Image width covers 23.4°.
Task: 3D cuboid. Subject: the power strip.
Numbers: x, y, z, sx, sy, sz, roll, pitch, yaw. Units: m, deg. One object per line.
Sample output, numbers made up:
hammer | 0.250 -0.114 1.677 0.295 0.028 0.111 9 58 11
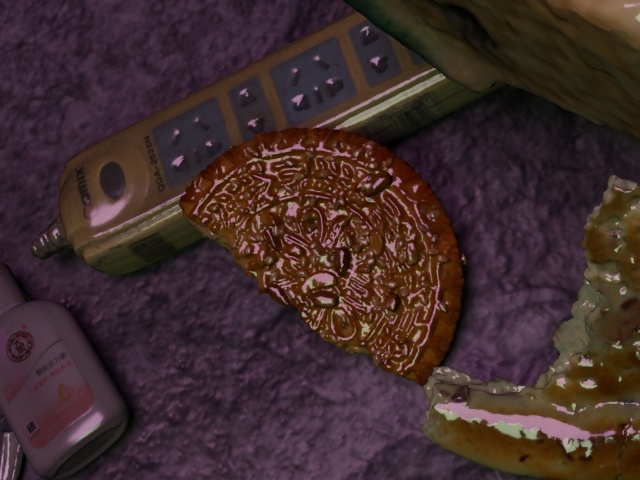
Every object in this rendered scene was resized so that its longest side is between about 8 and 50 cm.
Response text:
power strip | -0.037 -0.078 1.068 0.387 0.066 0.092 -27 61 12

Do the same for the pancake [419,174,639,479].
pancake | 0.209 0.050 0.844 0.376 0.054 0.197 -32 100 33

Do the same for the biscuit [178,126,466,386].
biscuit | 0.012 -0.005 1.003 0.206 0.025 0.126 35 95 12

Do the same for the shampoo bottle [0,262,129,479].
shampoo bottle | -0.199 0.085 1.088 0.080 0.040 0.165 -39 62 7

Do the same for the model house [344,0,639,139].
model house | 0.199 -0.257 0.904 0.342 0.334 0.382 29 83 39

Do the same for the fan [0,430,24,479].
fan | -0.230 0.293 1.040 0.229 0.011 0.335 -4 70 22
